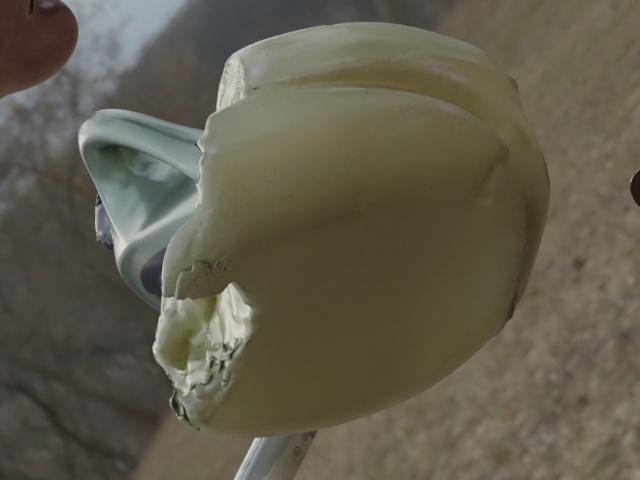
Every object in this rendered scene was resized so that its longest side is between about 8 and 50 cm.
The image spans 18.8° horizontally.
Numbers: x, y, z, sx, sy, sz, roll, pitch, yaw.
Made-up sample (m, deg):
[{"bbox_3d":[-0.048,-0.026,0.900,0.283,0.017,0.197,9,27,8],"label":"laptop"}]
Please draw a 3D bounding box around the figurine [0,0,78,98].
[{"bbox_3d":[-0.371,-0.209,1.717,0.261,0.211,0.270,-49,-44,-48],"label":"figurine"}]

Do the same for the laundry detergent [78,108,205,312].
[{"bbox_3d":[-0.078,-0.011,1.368,0.280,0.215,0.105,16,60,43],"label":"laundry detergent"}]

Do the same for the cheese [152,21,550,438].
[{"bbox_3d":[0.000,0.000,1.069,0.233,0.127,0.266,-13,-39,-22],"label":"cheese"}]

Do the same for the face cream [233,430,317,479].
[{"bbox_3d":[-0.011,0.101,1.207,0.130,0.034,0.034,-63,9,-20],"label":"face cream"}]

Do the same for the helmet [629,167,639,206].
[{"bbox_3d":[0.264,-0.060,1.303,0.111,0.089,0.057,-17,47,25],"label":"helmet"}]
